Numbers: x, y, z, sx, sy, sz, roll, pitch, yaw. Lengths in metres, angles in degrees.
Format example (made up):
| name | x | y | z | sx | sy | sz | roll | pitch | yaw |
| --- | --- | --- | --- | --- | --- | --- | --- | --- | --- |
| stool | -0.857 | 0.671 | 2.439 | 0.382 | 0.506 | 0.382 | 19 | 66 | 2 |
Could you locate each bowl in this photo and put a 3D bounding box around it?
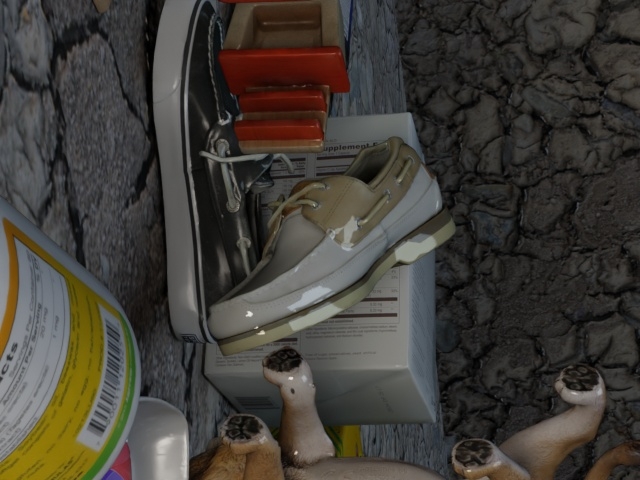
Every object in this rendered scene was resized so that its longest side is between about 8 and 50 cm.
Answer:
| name | x | y | z | sx | sy | sz | roll | pitch | yaw |
| --- | --- | --- | --- | --- | --- | --- | --- | --- | --- |
| bowl | -0.135 | 0.182 | 0.921 | 0.142 | 0.053 | 0.142 | 51 | 37 | -74 |

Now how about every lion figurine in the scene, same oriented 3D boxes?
| name | x | y | z | sx | sy | sz | roll | pitch | yaw |
| --- | --- | --- | --- | --- | --- | --- | --- | --- | --- |
| lion figurine | 0.054 | 0.204 | 1.009 | 0.142 | 0.392 | 0.240 | -64 | 156 | -46 |

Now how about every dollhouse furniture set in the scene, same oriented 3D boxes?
| name | x | y | z | sx | sy | sz | roll | pitch | yaw |
| --- | --- | --- | --- | --- | --- | --- | --- | --- | --- |
| dollhouse furniture set | -0.042 | -0.193 | 0.977 | 0.259 | 0.262 | 0.135 | 73 | 20 | -56 |

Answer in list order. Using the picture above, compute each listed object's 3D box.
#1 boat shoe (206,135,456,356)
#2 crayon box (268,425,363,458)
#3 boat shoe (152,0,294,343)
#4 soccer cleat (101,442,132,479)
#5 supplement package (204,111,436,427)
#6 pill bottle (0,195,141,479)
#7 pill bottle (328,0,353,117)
| name | x | y | z | sx | sy | sz | roll | pitch | yaw |
| --- | --- | --- | --- | --- | --- | --- | --- | --- | --- |
| boat shoe | 0.000 | 0.000 | 1.097 | 0.302 | 0.113 | 0.103 | -33 | 103 | -52 |
| crayon box | -0.005 | 0.393 | 1.419 | 0.313 | 0.106 | 0.363 | -71 | 156 | -64 |
| boat shoe | -0.080 | -0.064 | 1.143 | 0.113 | 0.105 | 0.306 | 12 | 75 | -79 |
| soccer cleat | -0.161 | 0.164 | 0.731 | 0.248 | 0.083 | 0.095 | -31 | 123 | -81 |
| supplement package | 0.009 | 0.036 | 1.339 | 0.199 | 0.198 | 0.262 | 63 | 27 | -64 |
| pill bottle | -0.173 | 0.034 | 0.531 | 0.245 | 0.136 | 0.136 | 60 | 29 | -68 |
| pill bottle | -0.028 | -0.226 | 1.428 | 0.123 | 0.123 | 0.219 | 73 | 18 | -53 |
